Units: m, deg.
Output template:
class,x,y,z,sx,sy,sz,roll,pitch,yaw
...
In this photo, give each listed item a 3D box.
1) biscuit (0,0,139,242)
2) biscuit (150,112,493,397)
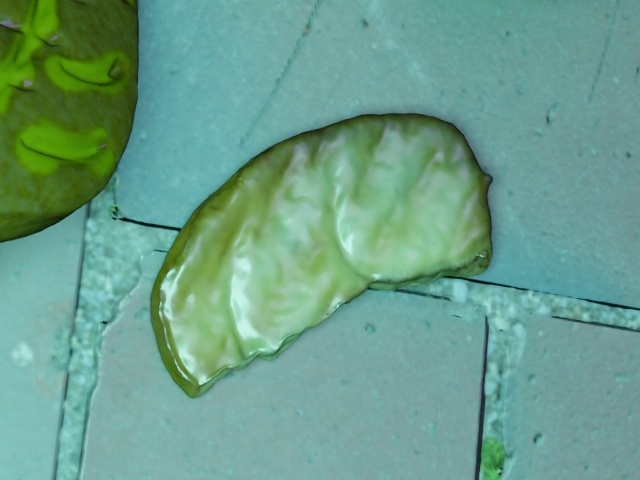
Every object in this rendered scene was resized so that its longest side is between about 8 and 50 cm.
class,x,y,z,sx,sy,sz,roll,pitch,yaw
biscuit,-0.274,-0.173,1.245,0.350,0.070,0.394,17,46,-30
biscuit,-0.003,-0.003,1.438,0.299,0.045,0.154,-22,90,-22
